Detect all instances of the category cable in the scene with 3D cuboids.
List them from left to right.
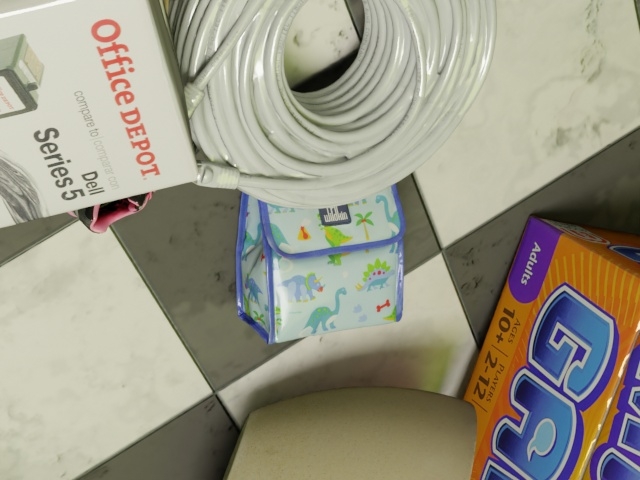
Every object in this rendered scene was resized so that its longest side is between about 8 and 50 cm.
[{"bbox_3d":[0.007,-0.146,0.995,0.257,0.089,0.257,18,104,-37],"label":"cable"}]

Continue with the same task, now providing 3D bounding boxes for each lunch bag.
[{"bbox_3d":[0.000,0.000,1.113,0.129,0.096,0.151,-8,108,-24],"label":"lunch bag"}]

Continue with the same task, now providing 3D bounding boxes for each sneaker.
[{"bbox_3d":[-0.139,-0.045,1.017,0.119,0.057,0.047,-34,131,-6],"label":"sneaker"}]

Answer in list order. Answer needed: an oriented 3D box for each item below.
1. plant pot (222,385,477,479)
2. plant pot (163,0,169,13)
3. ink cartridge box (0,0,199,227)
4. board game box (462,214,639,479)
[{"bbox_3d":[0.002,0.248,1.202,0.191,0.284,0.284,21,114,-2],"label":"plant pot"},{"bbox_3d":[-0.218,-0.156,0.857,0.236,0.032,0.236,-11,150,-7],"label":"plant pot"},{"bbox_3d":[-0.226,-0.101,0.797,0.273,0.115,0.198,-14,149,-2],"label":"ink cartridge box"},{"bbox_3d":[0.377,0.220,1.272,0.356,0.356,0.356,8,107,-34],"label":"board game box"}]
